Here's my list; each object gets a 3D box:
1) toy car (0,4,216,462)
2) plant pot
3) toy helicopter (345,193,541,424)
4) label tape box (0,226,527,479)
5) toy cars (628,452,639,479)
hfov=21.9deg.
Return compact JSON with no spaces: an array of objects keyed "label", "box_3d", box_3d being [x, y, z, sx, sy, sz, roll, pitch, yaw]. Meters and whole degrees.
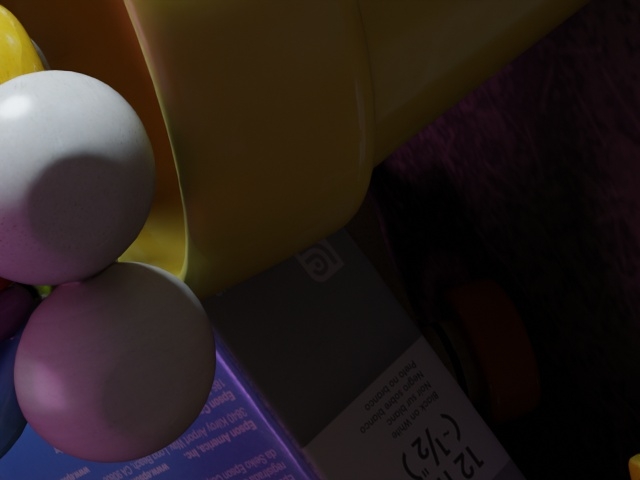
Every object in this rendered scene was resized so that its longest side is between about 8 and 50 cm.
[{"label":"toy car","box_3d":[-0.132,0.010,0.613,0.159,0.136,0.182,32,143,56]},{"label":"plant pot","box_3d":[-0.012,-0.134,0.692,0.254,0.239,0.254,50,156,32]},{"label":"toy helicopter","box_3d":[0.000,0.000,1.042,0.235,0.140,0.355,97,152,-71]},{"label":"label tape box","box_3d":[-0.004,0.175,0.848,0.347,0.115,0.249,53,138,-5]},{"label":"toy cars","box_3d":[0.194,0.179,0.681,0.393,0.087,0.176,85,163,-52]}]
